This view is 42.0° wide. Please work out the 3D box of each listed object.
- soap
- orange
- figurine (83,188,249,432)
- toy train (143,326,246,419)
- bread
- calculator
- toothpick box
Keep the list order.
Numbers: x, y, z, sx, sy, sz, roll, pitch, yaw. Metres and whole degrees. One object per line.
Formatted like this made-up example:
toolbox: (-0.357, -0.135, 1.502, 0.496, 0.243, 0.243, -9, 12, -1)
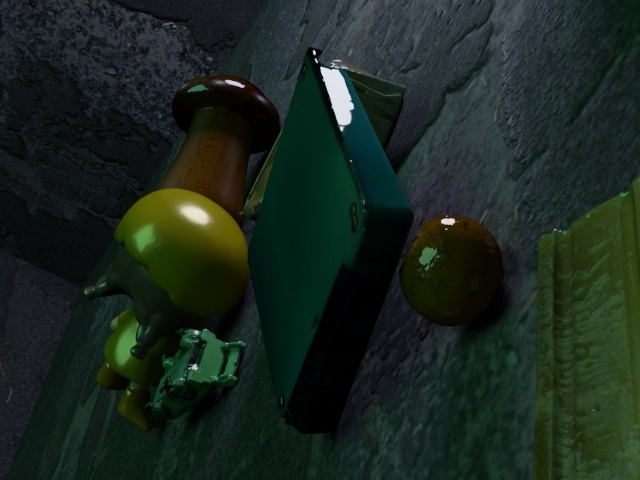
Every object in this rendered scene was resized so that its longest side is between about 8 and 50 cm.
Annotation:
soap: (0.151, 0.080, 0.425, 0.092, 0.037, 0.252, -40, 27, 46)
orange: (0.095, 0.022, 0.606, 0.083, 0.070, 0.083, -62, 2, 4)
figurine: (-0.226, 0.095, 1.207, 0.187, 0.215, 0.343, -4, -59, -57)
toy train: (-0.166, 0.178, 1.079, 0.149, 0.081, 0.099, -52, 20, 43)
bread: (0.004, -0.095, 0.963, 0.209, 0.110, 0.192, -62, 12, -4)
calculator: (0.000, 0.000, 0.737, 0.248, 0.058, 0.274, -109, 29, -48)
toothpick box: (-0.179, -0.137, 1.409, 0.192, 0.192, 0.294, -31, 42, 57)
